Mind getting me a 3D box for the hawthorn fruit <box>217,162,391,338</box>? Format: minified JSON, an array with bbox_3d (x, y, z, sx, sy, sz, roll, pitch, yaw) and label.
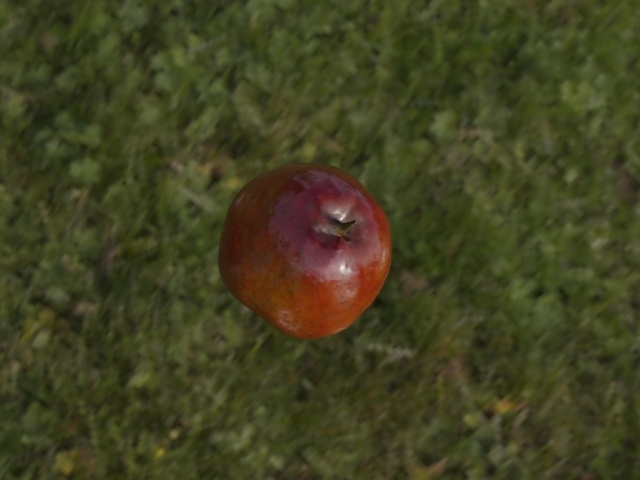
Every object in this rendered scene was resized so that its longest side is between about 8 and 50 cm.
[{"bbox_3d":[-0.001,0.002,1.245,0.125,0.140,0.125,35,41,-38],"label":"hawthorn fruit"}]
